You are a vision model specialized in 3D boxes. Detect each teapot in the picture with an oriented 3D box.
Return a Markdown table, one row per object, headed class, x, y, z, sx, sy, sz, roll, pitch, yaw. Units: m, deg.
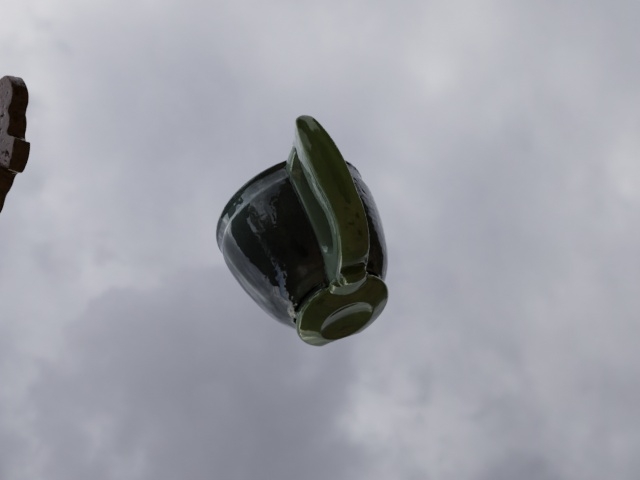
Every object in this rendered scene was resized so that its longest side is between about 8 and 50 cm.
| class | x | y | z | sx | sy | sz | roll | pitch | yaw |
| --- | --- | --- | --- | --- | --- | --- | --- | --- | --- |
| teapot | -0.007 | 0.005 | 0.878 | 0.092 | 0.091 | 0.124 | -33 | -34 | 4 |

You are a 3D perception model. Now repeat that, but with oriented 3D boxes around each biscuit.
| class | x | y | z | sx | sy | sz | roll | pitch | yaw |
| --- | --- | --- | --- | --- | --- | --- | --- | --- | --- |
| biscuit | -0.188 | -0.050 | 0.874 | 0.016 | 0.092 | 0.082 | 12 | -93 | -46 |
